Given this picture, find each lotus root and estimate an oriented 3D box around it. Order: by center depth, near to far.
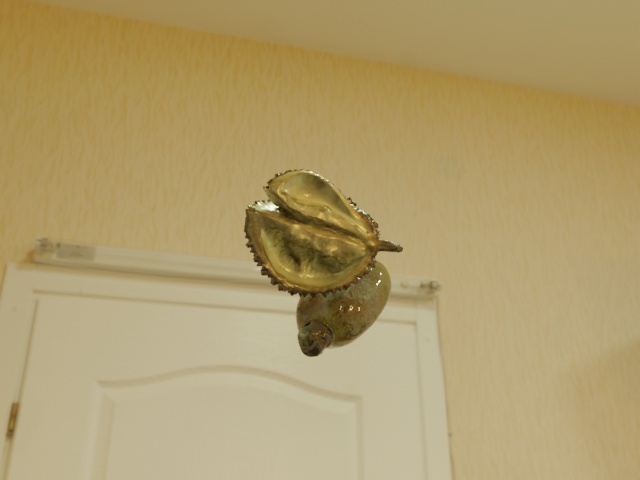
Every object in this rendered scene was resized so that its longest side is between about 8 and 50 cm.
[{"bbox_3d":[0.025,0.087,0.889,0.113,0.192,0.088,-15,-70,32],"label":"lotus root"}]

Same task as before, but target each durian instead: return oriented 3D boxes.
[{"bbox_3d":[0.000,-0.002,0.605,0.140,0.110,0.071,11,-4,-6],"label":"durian"}]
